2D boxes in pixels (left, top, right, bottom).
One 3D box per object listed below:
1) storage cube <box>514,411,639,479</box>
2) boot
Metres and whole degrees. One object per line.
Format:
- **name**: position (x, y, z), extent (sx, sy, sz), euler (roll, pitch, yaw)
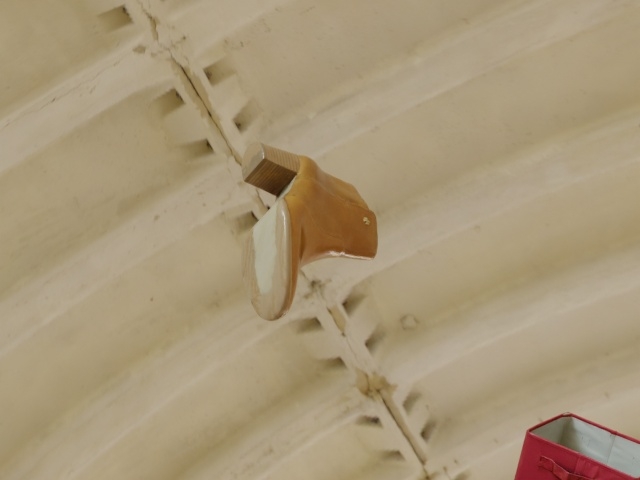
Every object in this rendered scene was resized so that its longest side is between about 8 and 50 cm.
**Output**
- **storage cube**: position (0.430, 0.416, 1.271), extent (0.215, 0.183, 0.193), euler (-1, -75, -52)
- **boot**: position (-0.001, 0.000, 1.072), extent (0.211, 0.295, 0.104), euler (22, -46, -34)
